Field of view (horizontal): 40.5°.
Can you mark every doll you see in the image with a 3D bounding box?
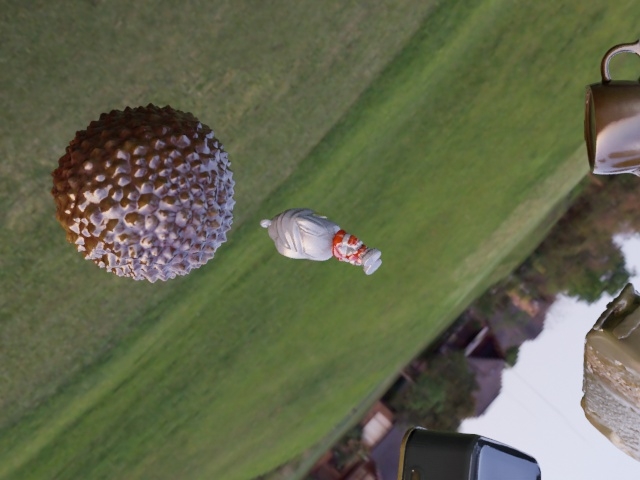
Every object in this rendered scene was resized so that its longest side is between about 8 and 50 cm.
[{"bbox_3d":[0.000,0.000,1.207,0.094,0.180,0.079,76,37,-65],"label":"doll"}]

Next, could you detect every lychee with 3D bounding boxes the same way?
[{"bbox_3d":[-0.257,-0.070,1.237,0.267,0.267,0.267,-47,173,-8],"label":"lychee"}]

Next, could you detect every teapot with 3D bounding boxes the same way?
[{"bbox_3d":[0.252,-0.100,0.702,0.068,0.121,0.076,-3,-172,11],"label":"teapot"}]

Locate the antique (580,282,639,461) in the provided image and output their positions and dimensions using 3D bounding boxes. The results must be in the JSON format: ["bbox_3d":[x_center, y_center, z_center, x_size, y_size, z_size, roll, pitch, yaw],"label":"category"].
[{"bbox_3d":[0.395,0.156,1.047,0.150,0.125,0.284,-47,148,-8],"label":"antique"}]

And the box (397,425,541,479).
[{"bbox_3d":[0.172,0.294,0.974,0.201,0.090,0.145,32,59,-47],"label":"box"}]
